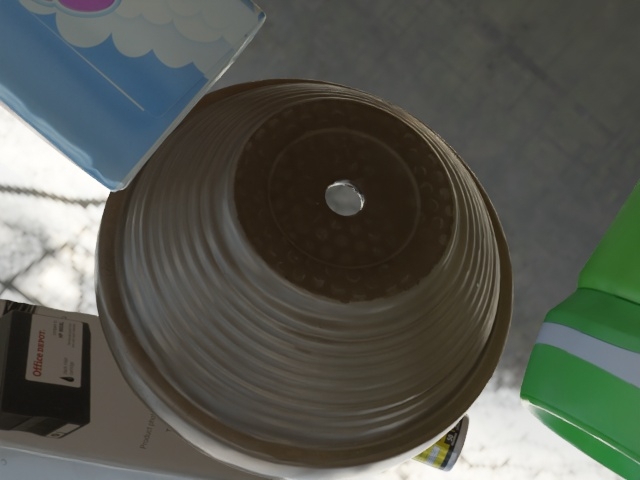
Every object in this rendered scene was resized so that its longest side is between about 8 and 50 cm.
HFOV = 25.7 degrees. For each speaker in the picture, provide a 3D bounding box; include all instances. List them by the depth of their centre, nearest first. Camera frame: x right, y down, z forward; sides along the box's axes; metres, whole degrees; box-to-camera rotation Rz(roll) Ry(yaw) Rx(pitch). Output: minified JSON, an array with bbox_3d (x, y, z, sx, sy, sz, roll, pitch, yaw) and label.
[{"bbox_3d":[0.209,-0.027,0.606,0.131,0.296,0.131,33,174,4],"label":"speaker"}]

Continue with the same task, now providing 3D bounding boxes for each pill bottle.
[{"bbox_3d":[0.087,0.187,1.421,0.116,0.065,0.065,20,-169,-1],"label":"pill bottle"}]

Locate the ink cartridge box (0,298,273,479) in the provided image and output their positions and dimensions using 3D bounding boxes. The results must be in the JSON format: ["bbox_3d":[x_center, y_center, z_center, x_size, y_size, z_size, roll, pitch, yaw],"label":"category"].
[{"bbox_3d":[-0.222,0.207,1.081,0.395,0.285,0.166,10,-146,1],"label":"ink cartridge box"}]

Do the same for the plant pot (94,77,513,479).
[{"bbox_3d":[0.000,0.000,0.749,0.237,0.237,0.110,44,153,10],"label":"plant pot"}]

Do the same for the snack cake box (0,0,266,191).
[{"bbox_3d":[-0.156,-0.137,0.533,0.264,0.089,0.152,41,174,-13],"label":"snack cake box"}]
